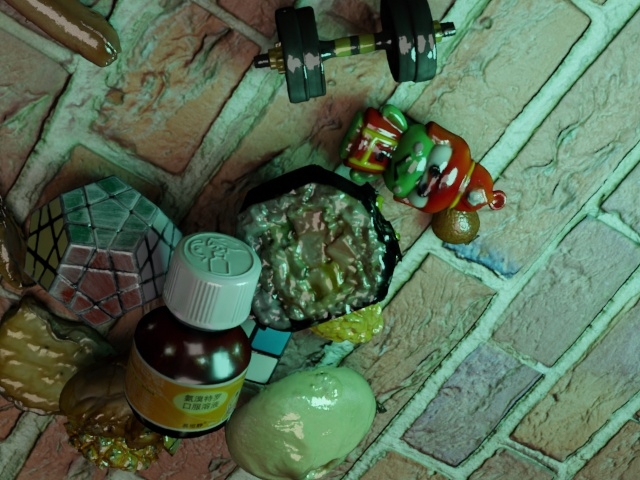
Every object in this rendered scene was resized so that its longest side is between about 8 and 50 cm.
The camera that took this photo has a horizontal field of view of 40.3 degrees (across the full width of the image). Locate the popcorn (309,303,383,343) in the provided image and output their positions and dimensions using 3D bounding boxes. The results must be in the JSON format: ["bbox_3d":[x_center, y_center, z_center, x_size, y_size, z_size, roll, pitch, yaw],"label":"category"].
[{"bbox_3d":[0.060,0.161,1.992,0.194,0.140,0.163,26,118,-22],"label":"popcorn"}]

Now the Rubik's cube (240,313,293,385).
[{"bbox_3d":[-0.168,0.191,1.953,0.167,0.180,0.183,17,114,-17],"label":"Rubik's cube"}]

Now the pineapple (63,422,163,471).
[{"bbox_3d":[-0.481,0.462,2.096,0.250,0.140,0.164,24,112,-16],"label":"pineapple"}]

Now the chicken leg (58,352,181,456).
[{"bbox_3d":[-0.352,0.348,1.935,0.409,0.295,0.182,-20,132,-30],"label":"chicken leg"}]

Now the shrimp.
[{"bbox_3d":[-0.652,-0.024,1.847,0.066,0.117,0.262,0,106,30],"label":"shrimp"}]

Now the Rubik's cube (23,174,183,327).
[{"bbox_3d":[-0.438,0.021,1.774,0.319,0.319,0.264,-24,93,7],"label":"Rubik's cube"}]

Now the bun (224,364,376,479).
[{"bbox_3d":[-0.034,0.446,2.020,0.364,0.202,0.364,-20,154,-10],"label":"bun"}]

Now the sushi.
[{"bbox_3d":[0.000,0.000,1.807,0.328,0.285,0.328,-23,99,20],"label":"sushi"}]

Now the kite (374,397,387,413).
[{"bbox_3d":[0.059,0.415,2.207,0.232,0.009,0.189,3,120,-7],"label":"kite"}]

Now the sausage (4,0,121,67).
[{"bbox_3d":[-0.542,-0.467,1.586,0.419,0.094,0.094,37,139,-24],"label":"sausage"}]

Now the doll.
[{"bbox_3d":[0.219,-0.152,1.807,0.363,0.160,0.182,26,112,0],"label":"doll"}]

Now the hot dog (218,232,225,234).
[{"bbox_3d":[-0.247,0.039,1.946,0.044,0.028,0.137,31,110,-29],"label":"hot dog"}]

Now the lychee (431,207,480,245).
[{"bbox_3d":[0.305,-0.033,1.930,0.114,0.101,0.140,-21,114,-6],"label":"lychee"}]

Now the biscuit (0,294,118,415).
[{"bbox_3d":[-0.605,0.263,2.003,0.329,0.078,0.335,-6,120,-1],"label":"biscuit"}]

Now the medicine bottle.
[{"bbox_3d":[-0.248,0.180,1.694,0.243,0.242,0.395,7,124,-11],"label":"medicine bottle"}]

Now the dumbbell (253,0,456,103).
[{"bbox_3d":[0.065,-0.372,1.661,0.388,0.185,0.185,-10,120,-2],"label":"dumbbell"}]
